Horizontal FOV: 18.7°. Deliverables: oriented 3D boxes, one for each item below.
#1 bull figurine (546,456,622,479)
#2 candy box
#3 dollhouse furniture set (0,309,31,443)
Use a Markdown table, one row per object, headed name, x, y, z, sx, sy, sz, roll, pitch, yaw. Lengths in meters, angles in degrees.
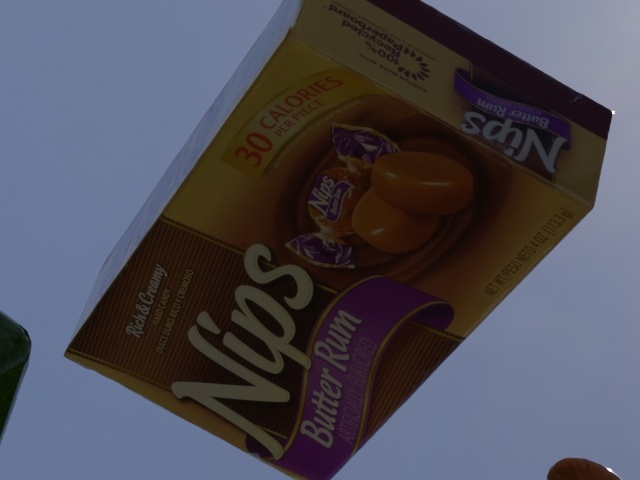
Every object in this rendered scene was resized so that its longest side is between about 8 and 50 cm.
| name | x | y | z | sx | sy | sz | roll | pitch | yaw |
| --- | --- | --- | --- | --- | --- | --- | --- | --- | --- |
| bull figurine | 0.094 | 0.165 | 0.518 | 0.310 | 0.101 | 0.188 | -72 | 179 | -86 |
| candy box | 0.000 | 0.000 | 0.649 | 0.186 | 0.109 | 0.053 | -50 | -165 | 43 |
| dollhouse furniture set | -0.213 | 0.094 | 0.261 | 0.151 | 0.301 | 0.197 | 36 | -57 | 15 |
